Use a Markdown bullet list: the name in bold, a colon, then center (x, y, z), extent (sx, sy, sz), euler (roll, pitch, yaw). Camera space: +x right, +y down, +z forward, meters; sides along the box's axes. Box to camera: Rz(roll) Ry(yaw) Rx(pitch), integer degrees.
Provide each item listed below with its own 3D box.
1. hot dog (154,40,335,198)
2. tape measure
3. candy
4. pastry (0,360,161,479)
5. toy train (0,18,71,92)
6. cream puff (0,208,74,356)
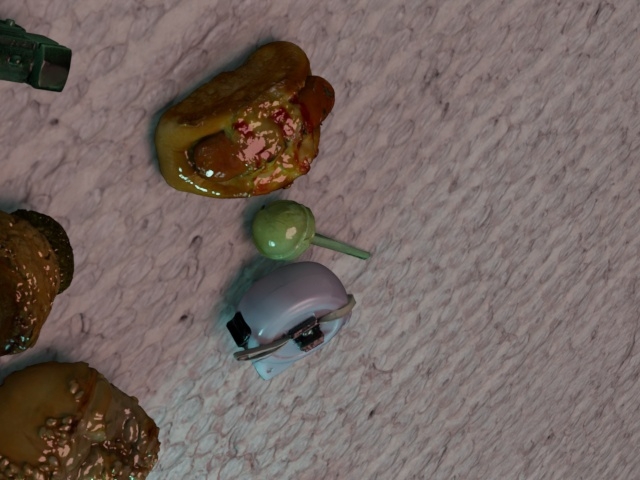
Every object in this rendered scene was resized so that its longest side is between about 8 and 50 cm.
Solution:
- **hot dog**: center (-0.086, -0.151, 1.774), extent (0.257, 0.153, 0.150), euler (-37, 139, -25)
- **tape measure**: center (-0.045, 0.122, 2.013), extent (0.196, 0.105, 0.178), euler (-34, 148, 4)
- **candy**: center (0.000, 0.000, 2.060), extent (0.335, 0.092, 0.093), euler (15, 88, -61)
- **pastry**: center (-0.343, 0.303, 1.809), extent (0.255, 0.162, 0.311), euler (-51, 142, -5)
- **toy train**: center (-0.366, -0.210, 1.454), extent (0.170, 0.111, 0.071), euler (3, 109, -50)
- **cream puff**: center (-0.376, 0.036, 1.601), extent (0.169, 0.183, 0.183), euler (-45, 150, -60)
